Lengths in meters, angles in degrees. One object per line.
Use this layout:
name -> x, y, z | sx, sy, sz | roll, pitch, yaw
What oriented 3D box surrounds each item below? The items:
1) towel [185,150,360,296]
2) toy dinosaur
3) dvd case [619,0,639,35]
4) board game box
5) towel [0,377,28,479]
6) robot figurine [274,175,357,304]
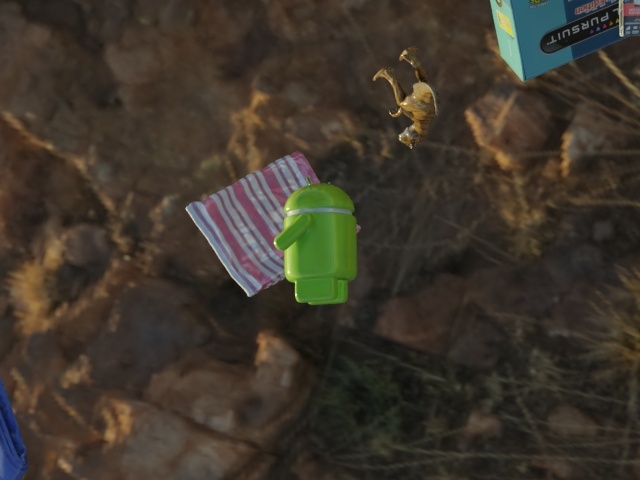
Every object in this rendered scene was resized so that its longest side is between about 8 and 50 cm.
towel -> -0.058, -0.026, 1.778 | 0.144, 0.197, 0.029 | 52, 143, 12
toy dinosaur -> 0.121, -0.176, 1.687 | 0.064, 0.211, 0.112 | -32, 79, -8
dvd case -> 0.387, -0.297, 1.621 | 0.013, 0.087, 0.119 | -150, 56, -76
board game box -> 0.324, -0.394, 1.735 | 0.254, 0.336, 0.079 | -23, 41, -5
towel -> -0.450, 0.295, 1.633 | 0.336, 0.040, 0.243 | -54, 43, 20
robot figurine -> 0.000, 0.000, 1.283 | 0.067, 0.101, 0.115 | -5, 82, 25
